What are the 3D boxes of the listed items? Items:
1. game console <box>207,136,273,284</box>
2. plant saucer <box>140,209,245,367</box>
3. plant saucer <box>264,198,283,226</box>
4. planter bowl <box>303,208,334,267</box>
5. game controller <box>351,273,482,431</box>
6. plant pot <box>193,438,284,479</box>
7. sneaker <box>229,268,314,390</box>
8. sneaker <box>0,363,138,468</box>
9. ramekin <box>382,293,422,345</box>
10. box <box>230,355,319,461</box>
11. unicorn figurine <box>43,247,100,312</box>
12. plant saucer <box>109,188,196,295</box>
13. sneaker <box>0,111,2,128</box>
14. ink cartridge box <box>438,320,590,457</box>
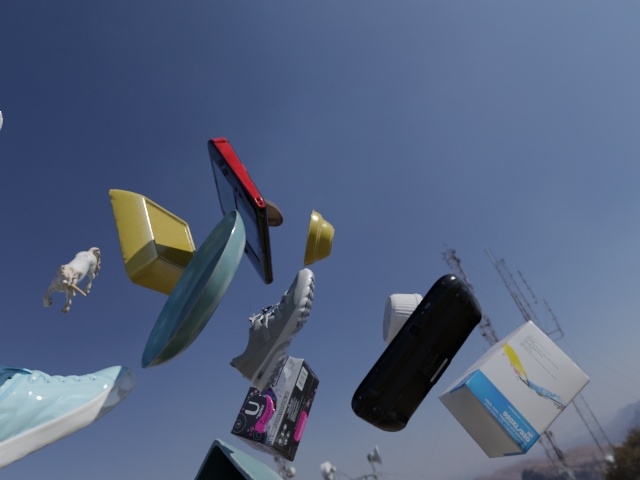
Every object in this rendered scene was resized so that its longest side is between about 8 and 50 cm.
[{"bbox_3d":[-0.239,-0.086,1.320,0.060,0.342,0.387,-22,-33,-17],"label":"game console"},{"bbox_3d":[-0.223,0.089,0.793,0.043,0.318,0.317,33,-54,-19],"label":"plant saucer"},{"bbox_3d":[-0.222,-0.116,1.732,0.168,0.029,0.168,17,-29,10],"label":"plant saucer"},{"bbox_3d":[0.000,0.000,1.583,0.090,0.217,0.217,10,-34,1],"label":"planter bowl"},{"bbox_3d":[0.191,0.218,0.827,0.319,0.067,0.166,-52,-44,-6],"label":"game controller"},{"bbox_3d":[-0.134,0.606,0.892,0.252,0.248,0.247,36,-19,-26],"label":"plant pot"},{"bbox_3d":[-0.103,0.180,0.962,0.281,0.115,0.105,-62,-13,-14],"label":"sneaker"},{"bbox_3d":[-0.467,0.253,0.701,0.135,0.150,0.366,-18,-1,27],"label":"sneaker"},{"bbox_3d":[0.290,0.287,1.553,0.109,0.207,0.207,8,-34,1],"label":"ramekin"},{"bbox_3d":[-0.125,0.477,1.265,0.142,0.247,0.163,3,-38,25],"label":"box"},{"bbox_3d":[-0.399,0.064,0.700,0.060,0.162,0.111,20,-60,-22],"label":"unicorn figurine"},{"bbox_3d":[-0.494,0.012,1.381,0.081,0.333,0.333,-29,-27,8],"label":"plant saucer"},{"bbox_3d":[-0.621,-0.119,0.700,0.153,0.235,0.094,-8,-29,42],"label":"sneaker"},{"bbox_3d":[0.422,0.330,0.966,0.232,0.168,0.171,-33,-21,-21],"label":"ink cartridge box"}]
